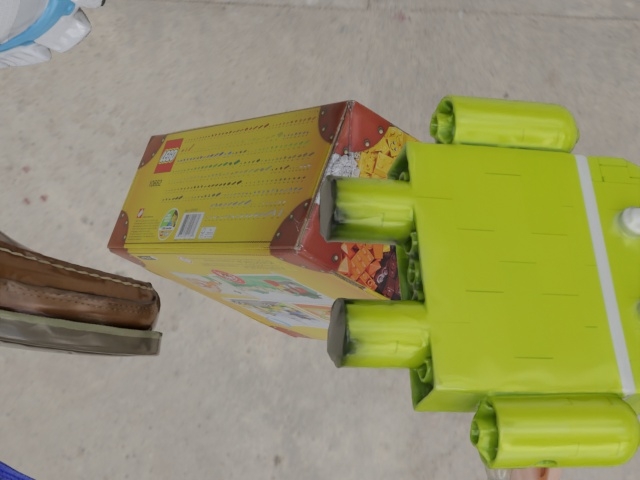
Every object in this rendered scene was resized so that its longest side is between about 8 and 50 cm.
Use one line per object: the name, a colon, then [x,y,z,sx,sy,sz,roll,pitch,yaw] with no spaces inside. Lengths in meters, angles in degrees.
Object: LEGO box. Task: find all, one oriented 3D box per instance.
LEGO box: [0.000,0.000,1.495,0.372,0.500,0.193,28,74,-32]

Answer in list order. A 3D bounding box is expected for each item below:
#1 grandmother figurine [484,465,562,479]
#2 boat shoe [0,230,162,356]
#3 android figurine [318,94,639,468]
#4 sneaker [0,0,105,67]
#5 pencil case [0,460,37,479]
grandmother figurine: [0.211,0.285,1.140,0.104,0.342,0.208,-13,139,30]
boat shoe: [-0.223,-0.008,0.568,0.307,0.110,0.105,14,77,-21]
android figurine: [0.137,0.022,0.688,0.272,0.248,0.056,4,152,-12]
sneaker: [-0.174,-0.080,0.400,0.190,0.083,0.071,-22,77,27]
pencil case: [-0.180,0.211,0.397,0.119,0.306,0.133,29,137,-13]
